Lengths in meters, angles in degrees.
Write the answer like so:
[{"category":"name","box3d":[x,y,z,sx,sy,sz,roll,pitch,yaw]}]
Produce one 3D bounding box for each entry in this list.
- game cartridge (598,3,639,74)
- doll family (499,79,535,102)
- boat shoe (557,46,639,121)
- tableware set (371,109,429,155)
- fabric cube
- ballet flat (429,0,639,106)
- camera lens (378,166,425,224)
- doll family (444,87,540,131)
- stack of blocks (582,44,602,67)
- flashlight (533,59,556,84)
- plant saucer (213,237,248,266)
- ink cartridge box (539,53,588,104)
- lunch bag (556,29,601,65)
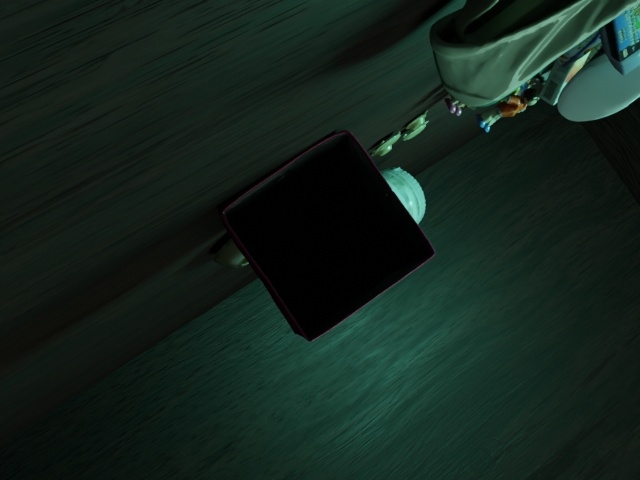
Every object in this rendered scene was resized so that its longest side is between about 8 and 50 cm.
[{"category":"game cartridge","box3d":[0.489,-0.381,0.879,0.230,0.068,0.355,-39,151,15]},{"category":"doll family","box3d":[0.547,-0.429,1.794,0.111,0.076,0.193,-21,163,-39]},{"category":"boat shoe","box3d":[0.557,-0.336,1.145,0.301,0.108,0.102,-44,-161,36]},{"category":"tableware set","box3d":[0.186,-0.244,1.492,0.169,0.020,0.141,-32,175,-7]},{"category":"fabric cube","box3d":[0.000,0.000,1.125,0.254,0.259,0.258,-34,179,-8]},{"category":"ballet flat","box3d":[0.291,-0.302,0.696,0.400,0.139,0.139,-35,177,21]},{"category":"camera lens","box3d":[0.145,-0.074,1.836,0.274,0.219,0.219,-31,176,-41]},{"category":"doll family","box3d":[0.362,-0.334,1.332,0.163,0.118,0.263,-29,162,31]},{"category":"stack of blocks","box3d":[0.690,-0.483,1.652,0.087,0.171,0.297,-34,177,-6]},{"category":"flashlight","box3d":[0.588,-0.475,1.401,0.304,0.103,0.103,-36,147,14]},{"category":"plant saucer","box3d":[-0.097,-0.030,1.418,0.311,0.050,0.310,-36,175,-4]},{"category":"ink cartridge box","box3d":[0.543,-0.378,1.328,0.179,0.045,0.145,-34,155,-26]},{"category":"lunch bag","box3d":[0.521,-0.440,1.101,0.243,0.115,0.303,-36,177,-12]}]
